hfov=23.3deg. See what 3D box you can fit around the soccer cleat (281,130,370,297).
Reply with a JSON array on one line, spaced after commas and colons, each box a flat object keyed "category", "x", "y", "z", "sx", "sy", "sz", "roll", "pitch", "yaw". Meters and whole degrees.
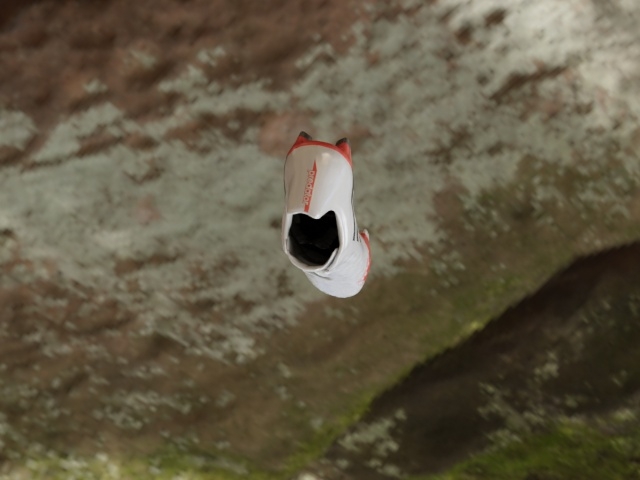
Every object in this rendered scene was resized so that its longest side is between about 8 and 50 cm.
[{"category": "soccer cleat", "x": 0.000, "y": 0.000, "z": 0.504, "sx": 0.029, "sy": 0.083, "sz": 0.035, "roll": 8, "pitch": -123, "yaw": 9}]
